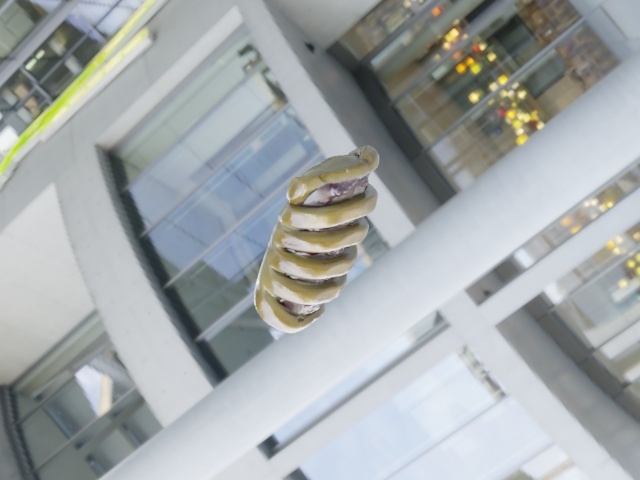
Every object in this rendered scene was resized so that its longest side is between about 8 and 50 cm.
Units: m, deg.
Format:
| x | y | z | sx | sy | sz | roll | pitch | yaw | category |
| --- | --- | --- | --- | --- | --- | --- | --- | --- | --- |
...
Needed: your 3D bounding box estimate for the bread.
| x | y | z | sx | sy | sz | roll | pitch | yaw | category |
| --- | --- | --- | --- | --- | --- | --- | --- | --- | --- |
| 0.000 | 0.000 | 0.999 | 0.081 | 0.225 | 0.134 | 33 | -151 | 22 | bread |
